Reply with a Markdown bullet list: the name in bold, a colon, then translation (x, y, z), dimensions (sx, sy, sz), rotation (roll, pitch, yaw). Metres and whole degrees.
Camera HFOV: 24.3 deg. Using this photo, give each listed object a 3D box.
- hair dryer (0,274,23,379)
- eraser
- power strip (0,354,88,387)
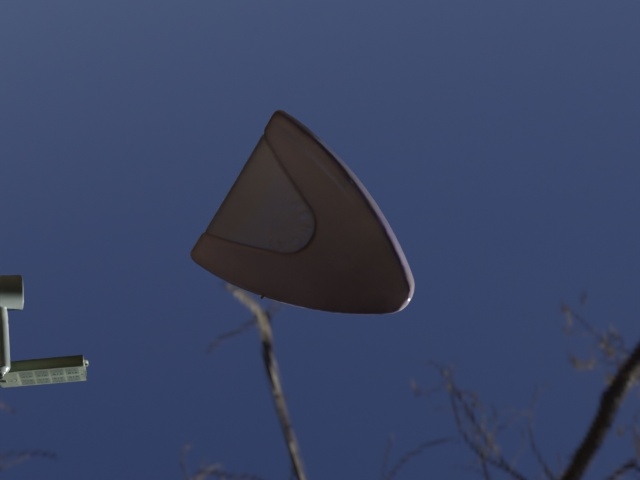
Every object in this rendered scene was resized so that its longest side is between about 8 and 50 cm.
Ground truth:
- **hair dryer**: translation (-0.423, 0.112, 1.924), dimensions (0.082, 0.137, 0.047), rotation (-3, 164, -17)
- **eraser**: translation (0.000, 0.000, 1.684), dimensions (0.243, 0.204, 0.059), rotation (34, -164, 3)
- **power strip**: translation (-0.375, 0.174, 1.972), dimensions (0.136, 0.051, 0.019), rotation (-5, -119, -6)
